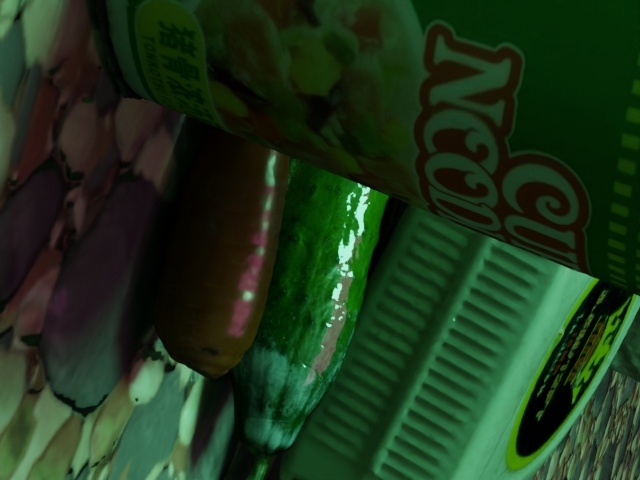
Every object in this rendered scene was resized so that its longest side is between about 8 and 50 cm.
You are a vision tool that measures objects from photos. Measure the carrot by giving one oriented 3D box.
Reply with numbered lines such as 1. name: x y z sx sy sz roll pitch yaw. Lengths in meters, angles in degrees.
1. carrot: -0.028 -0.050 0.807 0.048 0.048 0.216 27 75 -72

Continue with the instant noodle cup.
1. instant noodle cup: 0.056 -0.093 0.703 0.207 0.232 0.207 15 90 -73

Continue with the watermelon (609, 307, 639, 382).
1. watermelon: 0.267 -0.019 1.510 0.151 0.302 0.264 -12 126 -27

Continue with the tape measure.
1. tape measure: 0.074 0.056 0.995 0.235 0.115 0.207 -64 162 10

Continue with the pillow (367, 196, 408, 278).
1. pillow: 0.044 -0.015 1.060 0.203 0.038 0.113 -5 110 -71

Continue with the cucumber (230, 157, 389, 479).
1. cucumber: 0.000 0.000 0.913 0.056 0.056 0.250 49 57 -70
